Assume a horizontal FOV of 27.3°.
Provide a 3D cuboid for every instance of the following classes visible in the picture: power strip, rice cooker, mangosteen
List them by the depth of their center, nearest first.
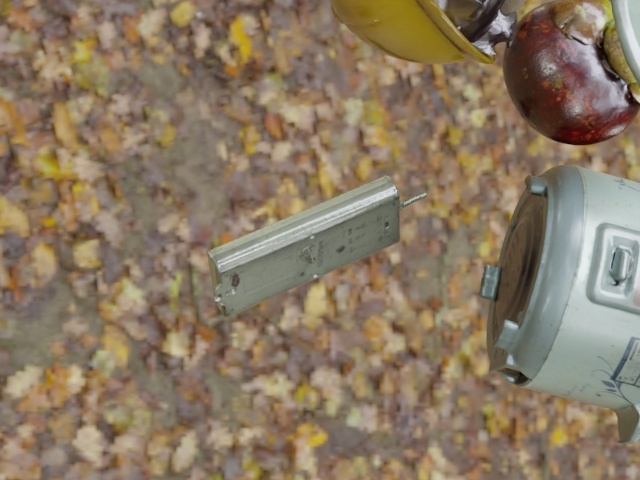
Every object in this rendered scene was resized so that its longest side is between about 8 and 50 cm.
[{"bbox_3d":[0.268,-0.182,1.284,0.156,0.181,0.145,28,29,-29],"label":"mangosteen"},{"bbox_3d":[0.333,0.061,1.402,0.317,0.264,0.316,2,75,-8],"label":"rice cooker"},{"bbox_3d":[0.000,0.000,1.426,0.268,0.034,0.092,-24,141,-15],"label":"power strip"}]

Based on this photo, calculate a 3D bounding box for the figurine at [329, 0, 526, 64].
[{"bbox_3d":[0.109,-0.227,0.965,0.167,0.257,0.192,-31,97,-41],"label":"figurine"}]

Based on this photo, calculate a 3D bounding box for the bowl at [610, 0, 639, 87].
[{"bbox_3d":[0.340,-0.177,0.819,0.146,0.289,0.289,-28,106,-53],"label":"bowl"}]
